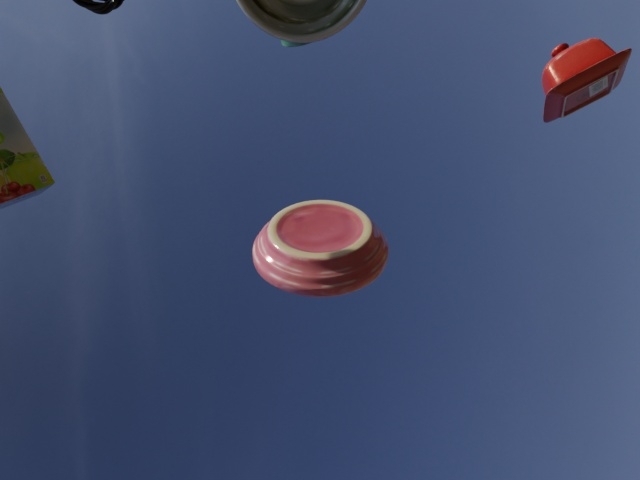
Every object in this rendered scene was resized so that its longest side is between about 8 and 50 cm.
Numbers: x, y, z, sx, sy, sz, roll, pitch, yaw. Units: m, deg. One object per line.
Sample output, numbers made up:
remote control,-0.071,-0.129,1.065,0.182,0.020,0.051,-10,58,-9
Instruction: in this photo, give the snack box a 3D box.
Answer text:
snack box,-0.511,-0.135,0.755,0.174,0.070,0.207,-38,-75,-46

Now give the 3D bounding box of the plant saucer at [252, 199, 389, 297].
plant saucer,0.000,0.000,1.301,0.332,0.332,0.084,-34,-43,-36

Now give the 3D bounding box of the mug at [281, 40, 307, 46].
mug,-0.076,-0.685,1.708,0.129,0.158,0.098,-23,-52,-12

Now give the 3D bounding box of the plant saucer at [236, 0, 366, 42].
plant saucer,-0.049,-0.748,1.460,0.401,0.400,0.101,56,-165,-17

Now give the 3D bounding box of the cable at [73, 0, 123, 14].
cable,-0.457,-0.554,1.109,0.151,0.047,0.185,52,-139,-28

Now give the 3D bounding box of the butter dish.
butter dish,0.485,-0.325,1.036,0.160,0.159,0.118,28,-142,-67
